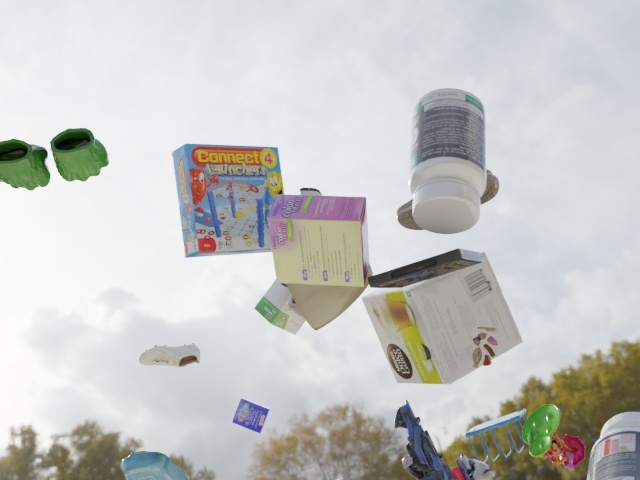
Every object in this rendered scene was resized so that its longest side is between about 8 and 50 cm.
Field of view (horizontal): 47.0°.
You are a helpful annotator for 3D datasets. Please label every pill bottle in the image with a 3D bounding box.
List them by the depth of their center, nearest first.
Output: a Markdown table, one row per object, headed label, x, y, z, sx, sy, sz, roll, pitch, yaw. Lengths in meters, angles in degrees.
| label | x | y | z | sx | sy | sz | roll | pitch | yaw |
| --- | --- | --- | --- | --- | --- | --- | --- | --- | --- |
| pill bottle | 0.706 | 0.551 | 1.647 | 0.210 | 0.210 | 0.363 | -39 | 1 | 30 |
| pill bottle | 0.339 | -0.212 | 1.963 | 0.204 | 0.361 | 0.204 | 5 | -33 | 3 |

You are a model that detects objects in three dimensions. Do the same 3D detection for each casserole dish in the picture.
| label | x | y | z | sx | sy | sz | roll | pitch | yaw |
| --- | --- | --- | --- | --- | --- | --- | --- | --- | --- |
| casserole dish | -0.359 | 0.527 | 1.610 | 0.114 | 0.037 | 0.188 | -16 | -53 | 13 |

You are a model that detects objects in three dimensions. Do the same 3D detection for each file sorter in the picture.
| label | x | y | z | sx | sy | sz | roll | pitch | yaw |
| --- | --- | --- | --- | --- | --- | --- | --- | --- | --- |
| file sorter | 0.534 | 0.579 | 2.162 | 0.170 | 0.104 | 0.118 | -25 | -13 | 21 |

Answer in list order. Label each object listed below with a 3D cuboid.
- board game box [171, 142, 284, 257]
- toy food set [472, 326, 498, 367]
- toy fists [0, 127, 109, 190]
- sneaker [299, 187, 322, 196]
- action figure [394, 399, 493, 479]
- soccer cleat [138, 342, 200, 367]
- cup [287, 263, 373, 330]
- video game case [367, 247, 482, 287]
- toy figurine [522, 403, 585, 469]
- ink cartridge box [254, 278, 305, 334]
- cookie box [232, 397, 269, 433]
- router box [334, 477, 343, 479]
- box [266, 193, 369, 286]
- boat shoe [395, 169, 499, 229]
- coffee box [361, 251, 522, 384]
| label | x | y | z | sx | sy | sz | roll | pitch | yaw |
| --- | --- | --- | --- | --- | --- | --- | --- | --- | --- |
| board game box | -0.246 | -0.113 | 2.073 | 0.308 | 0.301 | 0.086 | -4 | -8 | -37 |
| toy food set | 0.485 | 0.317 | 2.171 | 0.078 | 0.122 | 0.019 | 0 | -8 | 29 |
| toy fists | -0.666 | -0.197 | 1.810 | 0.279 | 0.096 | 0.142 | -12 | -30 | -8 |
| sneaker | -0.018 | -0.083 | 2.144 | 0.080 | 0.081 | 0.211 | 1 | -17 | 21 |
| action figure | 0.219 | 0.540 | 1.615 | 0.330 | 0.341 | 0.178 | -24 | -33 | 14 |
| soccer cleat | -0.481 | 0.375 | 2.358 | 0.196 | 0.076 | 0.068 | -6 | -51 | -16 |
| cup | 0.030 | 0.089 | 2.337 | 0.237 | 0.331 | 0.331 | -23 | -33 | 7 |
| video game case | 0.284 | 0.077 | 1.956 | 0.248 | 0.035 | 0.275 | -19 | -10 | 21 |
| toy figurine | 0.644 | 0.554 | 1.977 | 0.159 | 0.173 | 0.130 | 40 | -56 | -11 |
| ink cartridge box | -0.077 | 0.167 | 2.291 | 0.219 | 0.093 | 0.160 | -53 | -34 | 1 |
| cookie box | -0.242 | 0.611 | 2.570 | 0.107 | 0.091 | 0.040 | 21 | -5 | 4 |
| router box | 0.009 | 0.876 | 2.422 | 0.179 | 0.133 | 0.046 | -19 | -11 | -2 |
| box | 0.000 | 0.000 | 1.933 | 0.243 | 0.117 | 0.213 | 2 | -54 | 11 |
| boat shoe | 0.381 | -0.134 | 2.257 | 0.325 | 0.116 | 0.123 | -21 | -48 | 4 |
| coffee box | 0.405 | 0.269 | 2.517 | 0.338 | 0.337 | 0.334 | -24 | 2 | -28 |
